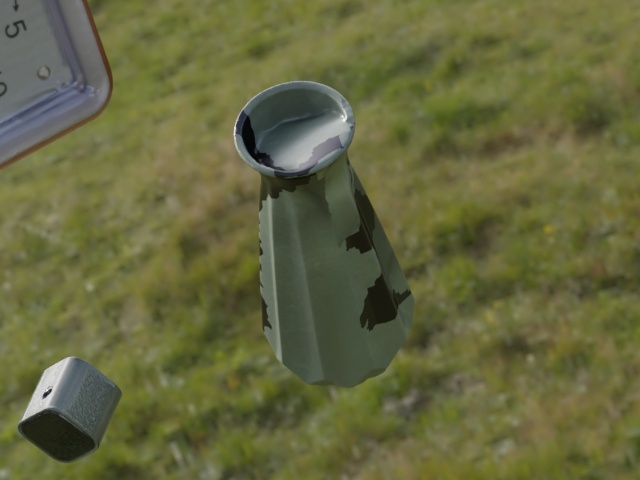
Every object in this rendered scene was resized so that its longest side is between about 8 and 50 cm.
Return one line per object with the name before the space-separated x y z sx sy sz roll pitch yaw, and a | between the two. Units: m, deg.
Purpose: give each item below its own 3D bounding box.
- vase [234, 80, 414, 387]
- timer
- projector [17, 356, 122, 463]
vase | 0.000 0.000 1.805 0.165 0.360 0.165 -5 52 7
timer | -0.297 -0.167 1.291 0.250 0.257 0.161 -23 30 -12
projector | -0.290 0.196 2.084 0.083 0.083 0.082 -30 28 40
